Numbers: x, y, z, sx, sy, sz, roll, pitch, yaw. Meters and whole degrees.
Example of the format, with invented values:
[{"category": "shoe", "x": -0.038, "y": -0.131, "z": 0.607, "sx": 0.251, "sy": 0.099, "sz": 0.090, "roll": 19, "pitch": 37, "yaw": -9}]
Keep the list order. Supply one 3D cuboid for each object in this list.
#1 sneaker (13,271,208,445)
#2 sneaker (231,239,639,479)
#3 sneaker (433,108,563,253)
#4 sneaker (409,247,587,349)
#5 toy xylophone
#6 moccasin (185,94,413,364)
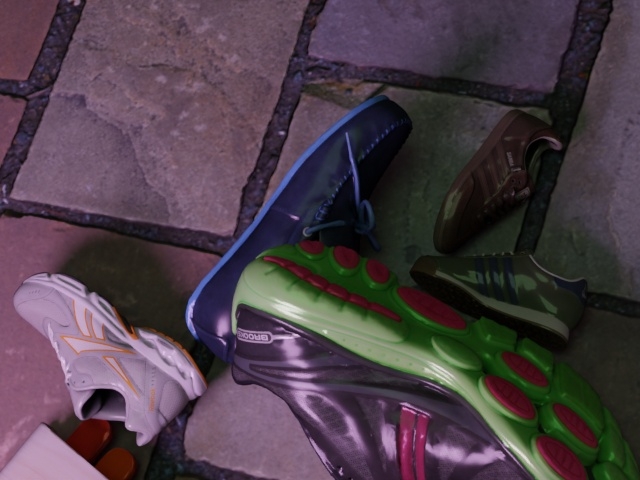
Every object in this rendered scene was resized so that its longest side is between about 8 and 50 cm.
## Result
[{"category": "sneaker", "x": -0.259, "y": 0.131, "z": 1.822, "sx": 0.262, "sy": 0.099, "sz": 0.121, "roll": 27, "pitch": 63, "yaw": 27}, {"category": "sneaker", "x": 0.115, "y": 0.183, "z": 1.673, "sx": 0.483, "sy": 0.185, "sz": 0.202, "roll": 33, "pitch": 122, "yaw": 17}, {"category": "sneaker", "x": 0.194, "y": -0.059, "z": 1.793, "sx": 0.071, "sy": 0.066, "sz": 0.188, "roll": 28, "pitch": 78, "yaw": 25}, {"category": "sneaker", "x": 0.198, "y": 0.043, "z": 1.753, "sx": 0.192, "sy": 0.064, "sz": 0.086, "roll": 24, "pitch": 68, "yaw": 25}, {"category": "toy xylophone", "x": -0.262, "y": 0.338, "z": 1.750, "sx": 0.236, "sy": 0.081, "sz": 0.323, "roll": -43, "pitch": 61, "yaw": -5}, {"category": "moccasin", "x": 0.000, "y": 0.000, "z": 1.810, "sx": 0.117, "sy": 0.138, "sz": 0.342, "roll": 40, "pitch": 97, "yaw": 24}]
